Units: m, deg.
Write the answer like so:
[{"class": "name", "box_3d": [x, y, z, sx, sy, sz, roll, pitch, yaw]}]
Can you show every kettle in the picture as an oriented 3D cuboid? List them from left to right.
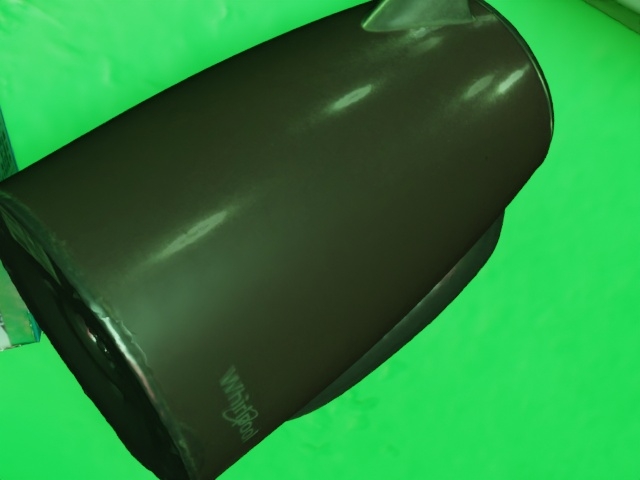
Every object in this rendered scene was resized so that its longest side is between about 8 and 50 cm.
[{"class": "kettle", "box_3d": [0.000, 0.000, 0.463, 0.232, 0.144, 0.202, -34, 133, -21]}]

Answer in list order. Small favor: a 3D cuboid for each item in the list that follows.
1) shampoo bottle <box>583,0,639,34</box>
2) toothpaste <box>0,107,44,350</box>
[{"class": "shampoo bottle", "box_3d": [0.238, -0.236, 0.427, 0.221, 0.151, 0.350, 24, 104, -21]}, {"class": "toothpaste", "box_3d": [-0.174, -0.080, 0.449, 0.050, 0.065, 0.267, -13, 114, -7]}]
